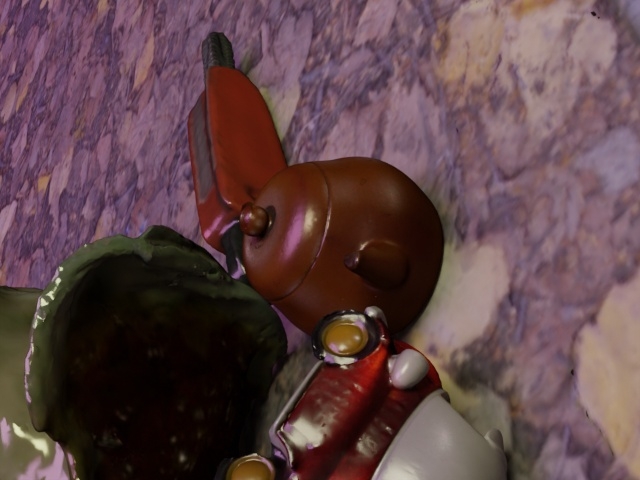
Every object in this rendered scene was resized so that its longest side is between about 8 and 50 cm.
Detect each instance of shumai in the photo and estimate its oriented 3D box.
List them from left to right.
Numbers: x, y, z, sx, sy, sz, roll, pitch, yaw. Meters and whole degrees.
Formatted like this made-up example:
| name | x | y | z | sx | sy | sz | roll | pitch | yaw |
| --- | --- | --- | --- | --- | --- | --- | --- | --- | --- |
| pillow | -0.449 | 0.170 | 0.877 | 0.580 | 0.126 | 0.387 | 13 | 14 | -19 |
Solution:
| name | x | y | z | sx | sy | sz | roll | pitch | yaw |
| --- | --- | --- | --- | --- | --- | --- | --- | --- | --- |
| shumai | -0.151 | 0.102 | 0.716 | 0.288 | 0.330 | 0.292 | -44 | 74 | 11 |

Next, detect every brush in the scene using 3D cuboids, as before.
| name | x | y | z | sx | sy | sz | roll | pitch | yaw |
| --- | --- | --- | --- | --- | --- | --- | --- | --- | --- |
| brush | -0.065 | -0.065 | 0.802 | 0.051 | 0.070 | 0.323 | -52 | 32 | 29 |

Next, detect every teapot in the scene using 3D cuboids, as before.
| name | x | y | z | sx | sy | sz | roll | pitch | yaw |
| --- | --- | --- | --- | --- | --- | --- | --- | --- | --- |
| teapot | 0.000 | 0.000 | 0.608 | 0.173 | 0.116 | 0.116 | 26 | 97 | 62 |

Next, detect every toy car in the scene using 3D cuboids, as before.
| name | x | y | z | sx | sy | sz | roll | pitch | yaw |
| --- | --- | --- | --- | --- | --- | --- | --- | --- | --- |
| toy car | 0.029 | 0.115 | 0.490 | 0.112 | 0.112 | 0.139 | 24 | 56 | 27 |
